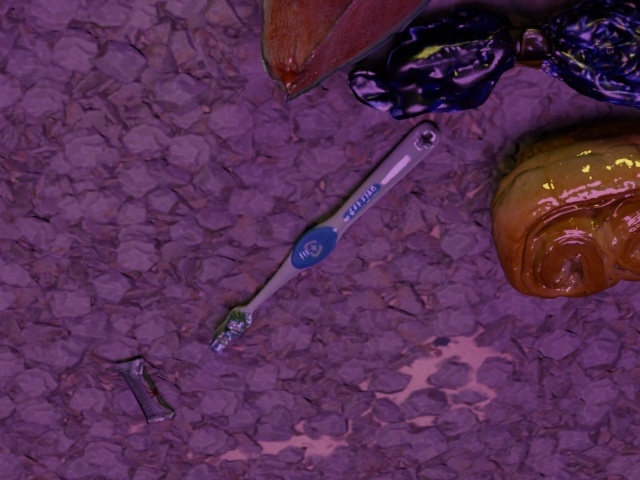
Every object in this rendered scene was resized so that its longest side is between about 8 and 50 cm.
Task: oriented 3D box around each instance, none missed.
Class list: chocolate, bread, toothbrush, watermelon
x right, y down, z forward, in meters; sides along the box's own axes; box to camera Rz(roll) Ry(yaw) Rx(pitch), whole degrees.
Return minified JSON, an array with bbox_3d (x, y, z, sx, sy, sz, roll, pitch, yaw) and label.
[{"bbox_3d":[0.197,-0.188,1.860,0.343,0.126,0.148,-3,169,6],"label":"chocolate"},{"bbox_3d":[0.301,-0.032,1.989,0.236,0.120,0.198,-13,132,5],"label":"bread"},{"bbox_3d":[0.001,-0.002,2.050,0.040,0.040,0.386,32,118,-28],"label":"toothbrush"},{"bbox_3d":[0.042,-0.249,1.797,0.146,0.128,0.231,4,136,-43],"label":"watermelon"}]

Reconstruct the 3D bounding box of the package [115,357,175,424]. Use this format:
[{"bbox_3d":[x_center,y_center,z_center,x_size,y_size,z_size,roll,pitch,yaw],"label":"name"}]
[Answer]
[{"bbox_3d":[-0.209,0.181,2.193,0.037,0.015,0.110,-17,132,8],"label":"package"}]
